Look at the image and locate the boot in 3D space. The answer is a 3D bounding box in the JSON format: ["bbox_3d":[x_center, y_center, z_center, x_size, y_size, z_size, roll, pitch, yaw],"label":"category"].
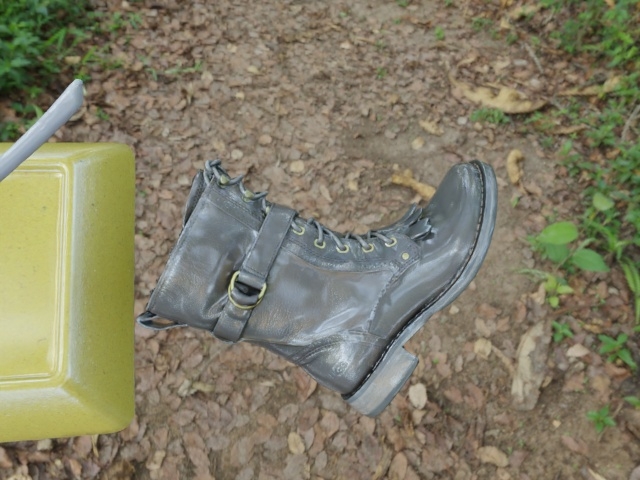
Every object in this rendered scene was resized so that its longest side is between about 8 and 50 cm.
[{"bbox_3d":[0.000,0.000,0.472,0.229,0.091,0.262,31,84,-6],"label":"boot"}]

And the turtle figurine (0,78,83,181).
[{"bbox_3d":[-0.250,0.058,0.228,0.275,0.266,0.198,4,27,-26],"label":"turtle figurine"}]

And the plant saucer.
[{"bbox_3d":[-0.367,0.038,0.581,0.333,0.081,0.332,-2,75,-10],"label":"plant saucer"}]
